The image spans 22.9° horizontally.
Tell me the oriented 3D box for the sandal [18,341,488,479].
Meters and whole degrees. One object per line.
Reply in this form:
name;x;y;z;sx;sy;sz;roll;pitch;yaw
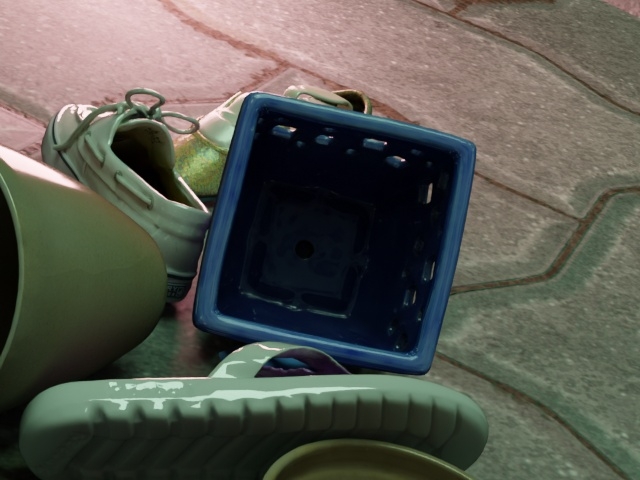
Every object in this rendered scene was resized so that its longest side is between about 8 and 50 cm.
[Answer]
sandal;-0.047;0.140;1.346;0.416;0.169;0.102;5;50;-22

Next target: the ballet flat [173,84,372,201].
ballet flat;-0.063;-0.130;1.917;0.348;0.123;0.123;-12;40;-45

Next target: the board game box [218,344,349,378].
board game box;-0.030;0.153;1.501;0.133;0.033;0.169;9;21;-15

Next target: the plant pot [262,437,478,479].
plant pot;0.049;0.270;1.245;0.237;0.110;0.237;15;26;-8

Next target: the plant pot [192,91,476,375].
plant pot;0.000;0.000;1.561;0.236;0.236;0.212;13;-6;-9

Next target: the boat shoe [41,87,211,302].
boat shoe;-0.198;-0.092;1.690;0.136;0.156;0.367;17;21;-28

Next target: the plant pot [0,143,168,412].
plant pot;-0.266;0.037;1.381;0.256;0.256;0.274;34;14;28
